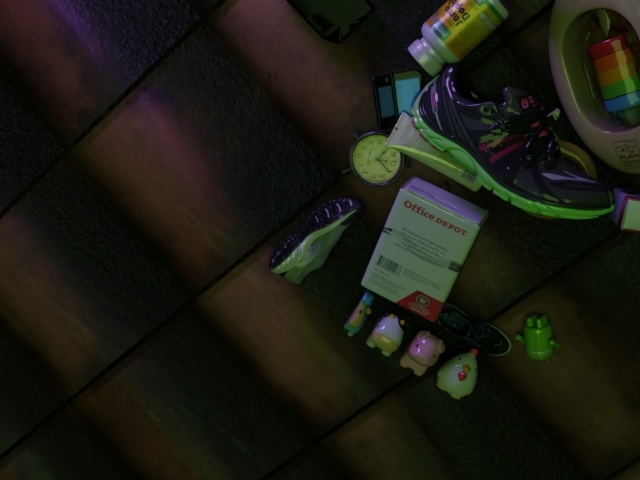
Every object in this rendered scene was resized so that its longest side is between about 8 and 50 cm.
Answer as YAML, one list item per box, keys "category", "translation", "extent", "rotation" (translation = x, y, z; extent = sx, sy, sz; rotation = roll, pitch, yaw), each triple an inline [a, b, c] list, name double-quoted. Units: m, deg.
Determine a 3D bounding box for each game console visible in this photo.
- category: "game console"
  translation: [0.180, -0.322, 1.830]
  extent: [0.071, 0.107, 0.122]
  rotation: [1, 106, 40]
- category: "game console"
  translation: [0.082, -0.632, 1.783]
  extent: [0.213, 0.044, 0.361]
  rotation: [46, 107, -3]

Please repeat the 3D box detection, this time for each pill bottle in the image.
- category: "pill bottle"
  translation: [0.296, -0.460, 1.744]
  extent: [0.208, 0.117, 0.117]
  rotation: [-41, 93, 18]

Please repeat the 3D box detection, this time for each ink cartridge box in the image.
- category: "ink cartridge box"
  translation: [0.707, -0.062, 1.735]
  extent: [0.127, 0.175, 0.072]
  rotation: [9, 103, 9]
- category: "ink cartridge box"
  translation: [0.239, 0.018, 1.845]
  extent: [0.197, 0.114, 0.273]
  rotation: [27, 119, 12]

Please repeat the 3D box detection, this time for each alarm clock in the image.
- category: "alarm clock"
  translation: [0.153, -0.189, 1.871]
  extent: [0.192, 0.064, 0.129]
  rotation: [15, 106, 10]

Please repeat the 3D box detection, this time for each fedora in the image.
- category: "fedora"
  translation: [0.518, -0.141, 1.801]
  extent: [0.194, 0.079, 0.194]
  rotation: [3, 104, 12]

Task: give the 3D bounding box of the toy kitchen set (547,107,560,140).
- category: "toy kitchen set"
  translation: [0.517, -0.244, 1.773]
  extent: [0.068, 0.083, 0.075]
  rotation: [-35, 95, 18]

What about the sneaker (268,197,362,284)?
- category: "sneaker"
  translation: [0.000, 0.000, 1.945]
  extent: [0.271, 0.100, 0.108]
  rotation: [-41, 118, 15]

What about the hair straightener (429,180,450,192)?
- category: "hair straightener"
  translation: [0.278, -0.027, 1.906]
  extent: [0.089, 0.047, 0.230]
  rotation: [-5, 109, 25]

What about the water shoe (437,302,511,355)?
- category: "water shoe"
  translation: [0.364, 0.227, 1.926]
  extent: [0.203, 0.080, 0.073]
  rotation: [28, 108, 3]

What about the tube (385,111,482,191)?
- category: "tube"
  translation: [0.270, -0.198, 1.832]
  extent: [0.240, 0.070, 0.062]
  rotation: [30, 125, -6]

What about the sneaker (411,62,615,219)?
- category: "sneaker"
  translation: [0.408, -0.208, 1.676]
  extent: [0.483, 0.185, 0.202]
  rotation: [37, 118, 17]

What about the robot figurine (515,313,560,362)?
- category: "robot figurine"
  translation: [0.519, 0.234, 1.904]
  extent: [0.101, 0.067, 0.115]
  rotation: [3, 107, 39]

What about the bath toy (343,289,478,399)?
- category: "bath toy"
  translation: [0.232, 0.252, 1.925]
  extent: [0.348, 0.151, 0.129]
  rotation: [30, 107, -1]

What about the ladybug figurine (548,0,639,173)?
- category: "ladybug figurine"
  translation: [0.637, -0.354, 1.648]
  extent: [0.305, 0.162, 0.449]
  rotation: [-1, 110, 56]
